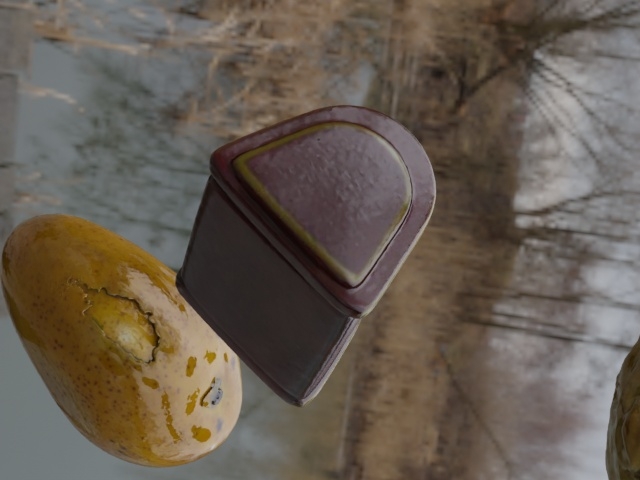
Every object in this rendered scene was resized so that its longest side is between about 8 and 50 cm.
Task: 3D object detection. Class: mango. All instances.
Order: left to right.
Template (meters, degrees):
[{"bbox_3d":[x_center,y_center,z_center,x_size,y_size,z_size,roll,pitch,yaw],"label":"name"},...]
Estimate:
[{"bbox_3d":[-0.194,0.085,1.153,0.160,0.290,0.191,-41,169,-22],"label":"mango"}]

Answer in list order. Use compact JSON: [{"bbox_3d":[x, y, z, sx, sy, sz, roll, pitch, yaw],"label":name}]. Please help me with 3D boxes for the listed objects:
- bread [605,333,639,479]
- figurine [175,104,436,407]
[{"bbox_3d":[0.322,0.144,0.912,0.134,0.244,0.244,39,57,-63],"label":"bread"},{"bbox_3d":[0.000,0.001,0.520,0.098,0.082,0.154,-43,171,-25],"label":"figurine"}]
